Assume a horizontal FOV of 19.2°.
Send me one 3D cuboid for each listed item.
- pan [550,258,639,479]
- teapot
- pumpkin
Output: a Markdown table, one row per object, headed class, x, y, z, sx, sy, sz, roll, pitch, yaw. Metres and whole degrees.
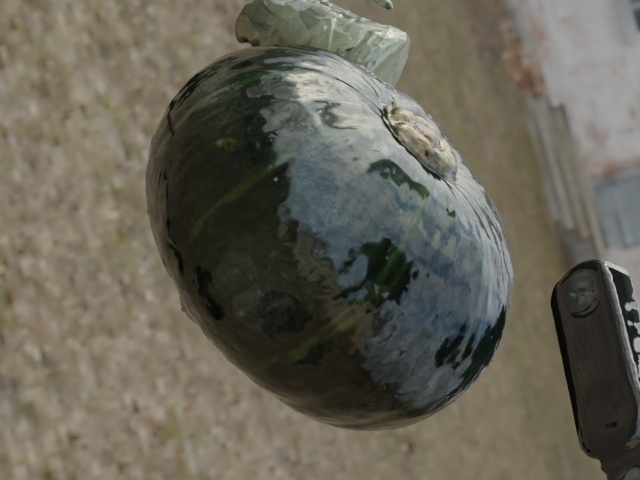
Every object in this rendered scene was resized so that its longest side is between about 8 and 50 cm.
| class | x | y | z | sx | sy | sz | roll | pitch | yaw |
| --- | --- | --- | --- | --- | --- | --- | --- | --- | --- |
| pan | 0.095 | 0.089 | 0.538 | 0.028 | 0.136 | 0.235 | 52 | 23 | -33 |
| teapot | 0.001 | -0.104 | 0.948 | 0.083 | 0.067 | 0.057 | 35 | 8 | 19 |
| pumpkin | 0.003 | -0.002 | 0.756 | 0.167 | 0.125 | 0.167 | 28 | 23 | -13 |
